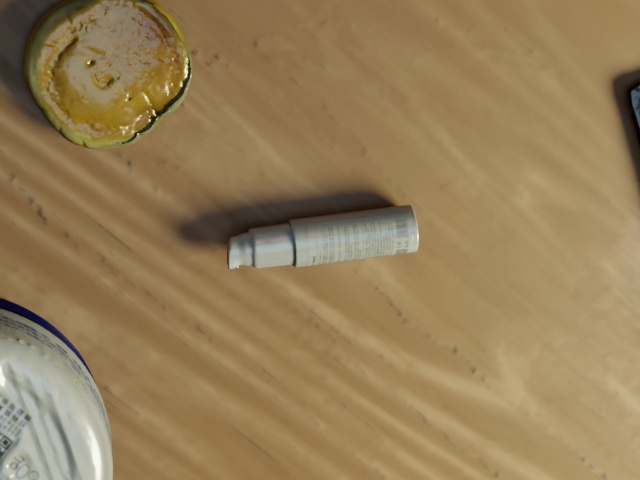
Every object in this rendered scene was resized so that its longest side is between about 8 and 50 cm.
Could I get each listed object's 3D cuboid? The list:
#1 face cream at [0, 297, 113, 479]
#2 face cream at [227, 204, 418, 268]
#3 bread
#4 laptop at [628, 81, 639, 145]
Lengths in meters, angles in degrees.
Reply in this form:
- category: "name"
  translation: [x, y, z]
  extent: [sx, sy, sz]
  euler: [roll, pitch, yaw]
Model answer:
- category: "face cream"
  translation: [-0.238, 0.143, 1.153]
  extent: [0.206, 0.111, 0.205]
  euler: [-2, 101, -10]
- category: "face cream"
  translation: [0.000, 0.000, 1.203]
  extent: [0.130, 0.034, 0.034]
  euler: [-8, 104, -9]
- category: "bread"
  translation: [-0.139, -0.113, 1.158]
  extent: [0.110, 0.024, 0.110]
  euler: [-2, 102, -10]
- category: "laptop"
  translation: [0.320, -0.079, 1.258]
  extent: [0.197, 0.016, 0.135]
  euler: [-20, 104, -7]
